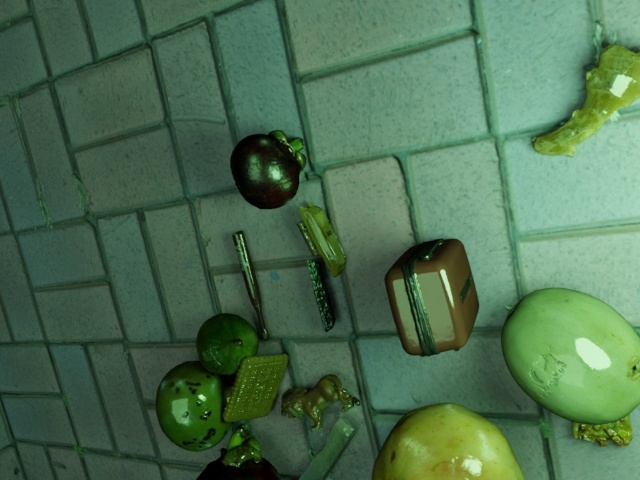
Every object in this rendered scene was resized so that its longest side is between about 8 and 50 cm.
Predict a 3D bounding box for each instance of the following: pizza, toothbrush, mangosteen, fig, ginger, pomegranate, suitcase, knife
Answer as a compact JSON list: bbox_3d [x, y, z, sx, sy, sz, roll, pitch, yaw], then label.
[{"bbox_3d":[0.689,0.435,1.407,0.134,0.046,0.175,34,118,18],"label":"pizza"},{"bbox_3d":[-0.214,0.146,1.857,0.041,0.041,0.363,-10,99,32],"label":"toothbrush"},{"bbox_3d":[-0.283,0.808,1.938,0.306,0.306,0.359,-20,83,33],"label":"mangosteen"},{"bbox_3d":[-0.292,0.325,1.823,0.203,0.235,0.203,1,83,-6],"label":"fig"},{"bbox_3d":[0.571,-0.287,1.252,0.131,0.086,0.294,37,126,-9],"label":"ginger"},{"bbox_3d":[-0.377,0.549,1.932,0.323,0.291,0.290,5,107,22],"label":"pomegranate"},{"bbox_3d":[0.274,0.127,1.415,0.161,0.297,0.236,-14,97,24],"label":"suitcase"},{"bbox_3d":[0.330,0.610,1.490,0.412,0.411,0.411,9,108,28],"label":"pomegranate"},{"bbox_3d":[-0.139,-0.194,1.632,0.216,0.216,0.216,9,108,28],"label":"mangosteen"},{"bbox_3d":[-0.298,0.692,2.071,0.058,0.032,0.244,24,119,15],"label":"knife"}]

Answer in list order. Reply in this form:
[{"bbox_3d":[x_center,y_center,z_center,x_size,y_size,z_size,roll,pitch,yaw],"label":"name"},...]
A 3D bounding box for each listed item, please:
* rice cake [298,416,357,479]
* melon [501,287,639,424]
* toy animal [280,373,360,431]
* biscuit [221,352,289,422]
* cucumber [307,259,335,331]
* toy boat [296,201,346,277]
[{"bbox_3d":[0.009,0.707,1.872,0.070,0.064,0.399,41,121,25],"label":"rice cake"},{"bbox_3d":[0.551,0.250,1.306,0.330,0.268,0.268,44,121,21],"label":"melon"},{"bbox_3d":[-0.008,0.489,1.806,0.312,0.097,0.157,-41,76,30],"label":"toy animal"},{"bbox_3d":[-0.203,0.470,1.859,0.029,0.172,0.254,42,120,45],"label":"biscuit"},{"bbox_3d":[0.001,0.156,1.723,0.046,0.070,0.220,-14,97,-7],"label":"cucumber"},{"bbox_3d":[0.000,0.000,1.677,0.088,0.068,0.226,-24,94,38],"label":"toy boat"}]
